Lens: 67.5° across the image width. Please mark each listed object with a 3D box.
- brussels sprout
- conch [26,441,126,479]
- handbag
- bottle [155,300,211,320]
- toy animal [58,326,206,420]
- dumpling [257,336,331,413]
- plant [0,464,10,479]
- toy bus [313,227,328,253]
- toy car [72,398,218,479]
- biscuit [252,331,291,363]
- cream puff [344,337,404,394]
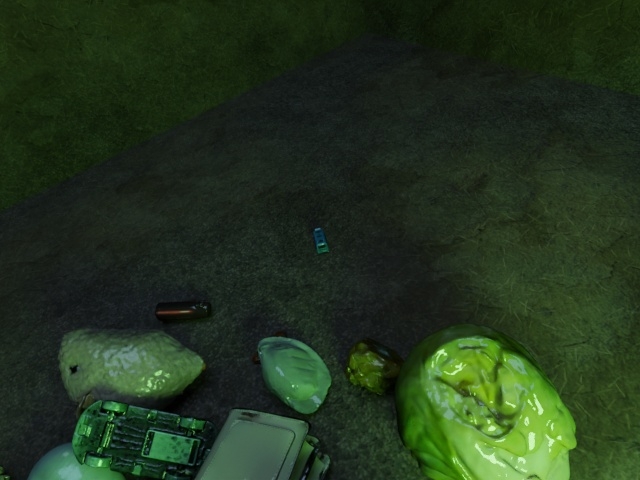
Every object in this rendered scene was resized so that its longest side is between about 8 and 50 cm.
[{"bbox_3d":[0.284,0.326,0.891,0.268,0.344,0.344,-13,39,-18],"label":"brussels sprout"},{"bbox_3d":[-0.548,0.547,1.057,0.220,0.121,0.185,3,73,13],"label":"conch"},{"bbox_3d":[-0.157,0.523,0.916,0.236,0.160,0.359,3,43,28],"label":"handbag"},{"bbox_3d":[-0.403,0.207,1.419,0.164,0.060,0.060,-4,42,12],"label":"bottle"},{"bbox_3d":[-0.470,0.336,1.197,0.357,0.188,0.227,1,72,1],"label":"toy animal"},{"bbox_3d":[-0.073,0.326,1.165,0.108,0.152,0.219,-49,58,24],"label":"dumpling"},{"bbox_3d":[-0.795,0.561,1.104,0.116,0.122,0.104,27,66,29],"label":"plant"},{"bbox_3d":[0.000,0.000,1.537,0.038,0.046,0.083,-14,42,1],"label":"toy bus"},{"bbox_3d":[-0.378,0.444,1.064,0.305,0.125,0.136,11,71,1],"label":"toy car"},{"bbox_3d":[-0.112,0.293,1.262,0.129,0.019,0.119,24,54,36],"label":"biscuit"},{"bbox_3d":[0.120,0.301,1.116,0.146,0.146,0.116,37,101,43],"label":"cream puff"}]
